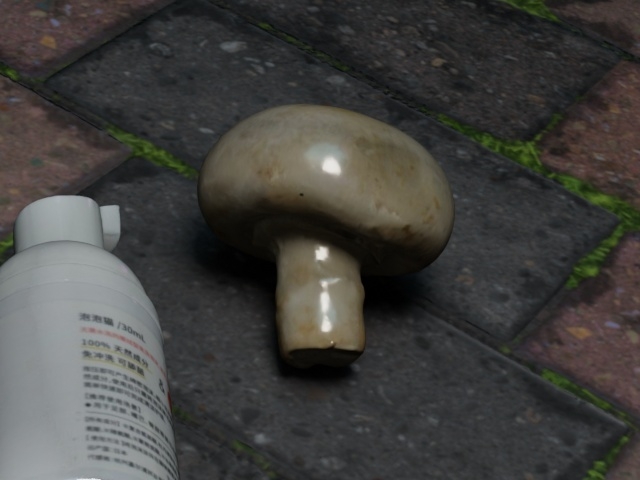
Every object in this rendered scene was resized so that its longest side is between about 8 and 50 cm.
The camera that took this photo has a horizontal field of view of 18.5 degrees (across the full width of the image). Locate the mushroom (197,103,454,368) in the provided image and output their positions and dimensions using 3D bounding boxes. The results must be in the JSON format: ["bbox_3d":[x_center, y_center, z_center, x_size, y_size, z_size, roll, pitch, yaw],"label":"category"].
[{"bbox_3d":[0.006,-0.009,1.581,0.206,0.209,0.206,-5,9,1],"label":"mushroom"}]

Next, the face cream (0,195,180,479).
[{"bbox_3d":[-0.183,0.089,1.407,0.145,0.145,0.369,3,38,-14],"label":"face cream"}]
